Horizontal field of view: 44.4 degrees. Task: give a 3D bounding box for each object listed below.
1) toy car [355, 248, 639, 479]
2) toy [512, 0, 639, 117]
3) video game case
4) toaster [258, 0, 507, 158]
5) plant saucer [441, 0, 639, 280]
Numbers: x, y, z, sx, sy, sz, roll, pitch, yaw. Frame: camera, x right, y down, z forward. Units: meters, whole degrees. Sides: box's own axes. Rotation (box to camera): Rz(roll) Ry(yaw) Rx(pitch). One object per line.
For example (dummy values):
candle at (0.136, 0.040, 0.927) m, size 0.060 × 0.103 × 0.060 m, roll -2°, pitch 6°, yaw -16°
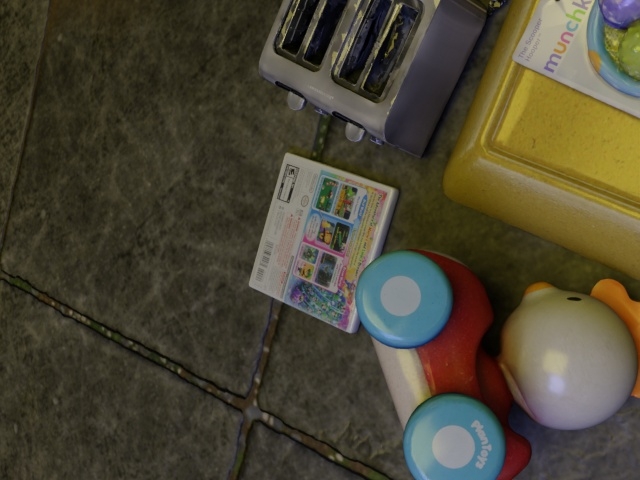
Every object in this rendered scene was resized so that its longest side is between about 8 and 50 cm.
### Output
toy car at (0.166, 0.086, 0.652) m, size 0.237 × 0.219 × 0.210 m, roll -18°, pitch 77°, yaw 2°
toy at (0.257, -0.151, 0.552) m, size 0.237 × 0.056 × 0.137 m, roll 34°, pitch 106°, yaw 29°
video game case at (0.000, 0.000, 0.835) m, size 0.143 × 0.019 × 0.157 m, roll 22°, pitch 100°, yaw 31°
toaster at (0.053, -0.191, 0.748) m, size 0.168 × 0.110 × 0.186 m, roll 33°, pitch 106°, yaw 28°
plant saucer at (0.277, -0.134, 0.620) m, size 0.332 × 0.081 × 0.333 m, roll 27°, pitch 104°, yaw 30°
